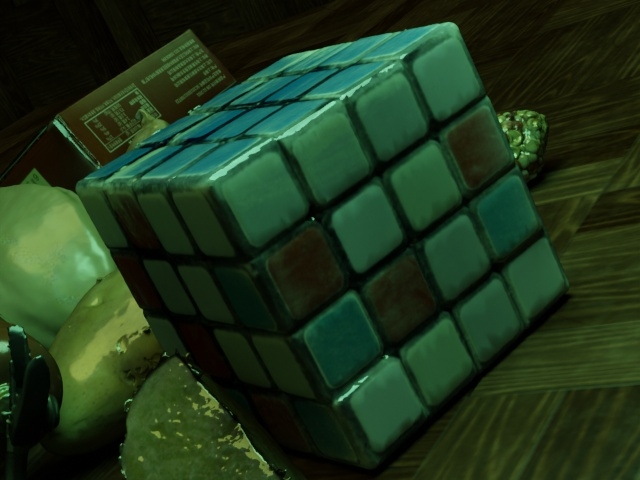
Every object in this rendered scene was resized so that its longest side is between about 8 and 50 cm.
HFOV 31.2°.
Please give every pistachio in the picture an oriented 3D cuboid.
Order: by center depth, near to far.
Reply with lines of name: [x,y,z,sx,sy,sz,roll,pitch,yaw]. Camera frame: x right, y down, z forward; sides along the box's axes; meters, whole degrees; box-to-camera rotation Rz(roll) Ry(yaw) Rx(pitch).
pistachio: [-0.320,0.045,1.298,0.208,0.226,0.332,-13,16,-38]

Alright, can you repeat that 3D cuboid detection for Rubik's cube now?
Rubik's cube: [-0.001,0.000,0.933,0.259,0.253,0.256,-37,21,-27]

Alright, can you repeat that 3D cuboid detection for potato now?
potato: [-0.074,0.175,0.860,0.100,0.089,0.172,-49,57,-2]
potato: [-0.189,0.103,1.101,0.235,0.128,0.161,-41,21,-18]

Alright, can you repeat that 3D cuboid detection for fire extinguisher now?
fire extinguisher: [-0.312,0.141,1.038,0.113,0.200,0.376,-24,23,-28]

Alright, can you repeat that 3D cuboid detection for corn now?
corn: [0.109,-0.062,1.219,0.290,0.098,0.098,-19,19,10]

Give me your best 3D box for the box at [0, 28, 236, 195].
box: [-0.357,-0.134,1.832,0.344,0.122,0.385,-38,7,39]

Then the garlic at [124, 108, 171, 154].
garlic: [-0.224,-0.047,1.519,0.110,0.228,0.217,14,12,-32]
